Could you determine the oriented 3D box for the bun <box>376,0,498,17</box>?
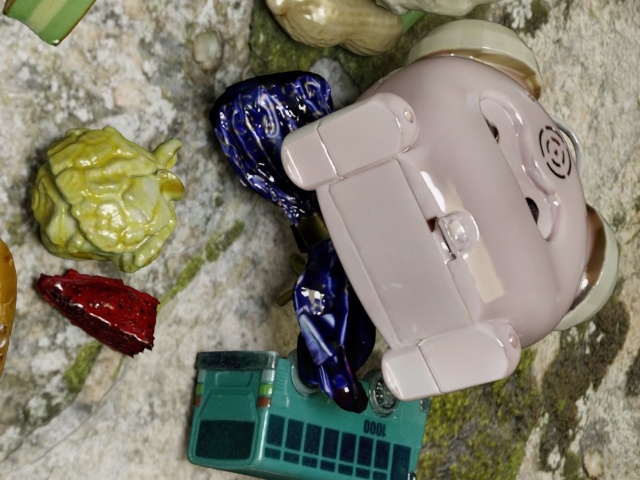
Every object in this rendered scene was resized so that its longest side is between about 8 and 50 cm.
[{"bbox_3d":[0.143,-0.374,1.507,0.360,0.359,0.211,-46,156,-28],"label":"bun"}]

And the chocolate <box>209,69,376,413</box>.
[{"bbox_3d":[-0.001,0.005,1.454,0.126,0.148,0.343,-19,82,-3],"label":"chocolate"}]

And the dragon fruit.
[{"bbox_3d":[-0.210,0.055,1.395,0.131,0.097,0.063,31,71,-20],"label":"dragon fruit"}]

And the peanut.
[{"bbox_3d":[0.013,-0.244,1.545,0.187,0.082,0.082,3,94,-41],"label":"peanut"}]

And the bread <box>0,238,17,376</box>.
[{"bbox_3d":[-0.329,0.077,1.282,0.114,0.077,0.189,17,85,-22],"label":"bread"}]

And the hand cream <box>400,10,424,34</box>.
[{"bbox_3d":[0.115,-0.303,1.652,0.175,0.046,0.095,-40,122,-24],"label":"hand cream"}]

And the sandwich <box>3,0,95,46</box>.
[{"bbox_3d":[-0.227,-0.243,1.328,0.074,0.074,0.116,30,76,-40],"label":"sandwich"}]

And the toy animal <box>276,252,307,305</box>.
[{"bbox_3d":[0.043,0.010,1.565,0.073,0.136,0.181,49,65,-35],"label":"toy animal"}]

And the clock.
[{"bbox_3d":[0.148,-0.038,1.436,0.326,0.184,0.342,-32,104,-53],"label":"clock"}]

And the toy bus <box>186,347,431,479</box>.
[{"bbox_3d":[-0.008,0.200,1.544,0.256,0.128,0.147,21,72,-42],"label":"toy bus"}]

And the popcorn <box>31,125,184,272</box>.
[{"bbox_3d":[-0.198,-0.041,1.344,0.162,0.141,0.135,-27,124,7],"label":"popcorn"}]
